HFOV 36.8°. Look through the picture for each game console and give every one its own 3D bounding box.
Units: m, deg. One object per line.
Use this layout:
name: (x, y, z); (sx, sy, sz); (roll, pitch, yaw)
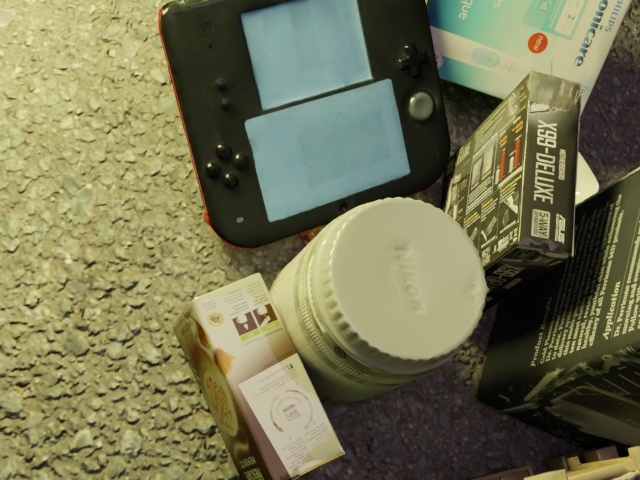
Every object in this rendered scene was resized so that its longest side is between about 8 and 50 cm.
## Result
game console: (-0.006, -0.192, 1.318); (0.387, 0.060, 0.341); (-20, 113, -22)

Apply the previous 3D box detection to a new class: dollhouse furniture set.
dollhouse furniture set: (0.321, 0.354, 1.176); (0.303, 0.355, 0.173); (-8, 76, -22)

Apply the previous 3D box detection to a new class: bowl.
bowl: (0.346, -0.095, 1.502); (0.142, 0.053, 0.142); (-31, 84, -26)

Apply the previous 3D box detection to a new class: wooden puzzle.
wooden puzzle: (0.000, 0.000, 1.377); (0.049, 0.006, 0.083); (-24, 81, -24)

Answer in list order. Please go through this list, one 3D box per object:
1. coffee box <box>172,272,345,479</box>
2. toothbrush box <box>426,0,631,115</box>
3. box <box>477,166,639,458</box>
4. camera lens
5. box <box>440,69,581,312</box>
coffee box: (-0.084, 0.184, 1.213); (0.098, 0.141, 0.246); (-22, 80, -24)
toothbrush box: (0.286, -0.330, 1.464); (0.296, 0.126, 0.216); (16, 108, -15)
box: (0.546, 0.136, 1.261); (0.480, 0.472, 0.297); (25, 67, -10)
camera lens: (0.060, 0.083, 1.221); (0.220, 0.274, 0.219); (6, 71, -17)
box: (0.245, -0.051, 1.313); (0.077, 0.307, 0.242); (13, 68, -10)
